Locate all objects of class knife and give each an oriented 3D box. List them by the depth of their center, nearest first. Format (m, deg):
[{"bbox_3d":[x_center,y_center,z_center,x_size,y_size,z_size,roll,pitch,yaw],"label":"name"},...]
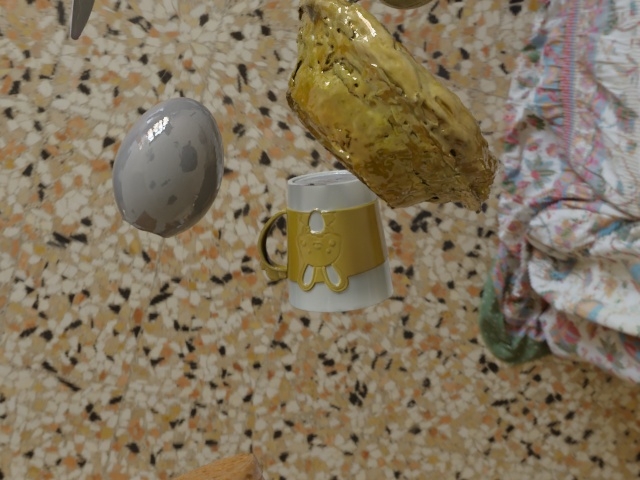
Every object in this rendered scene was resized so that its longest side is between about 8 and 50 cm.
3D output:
[{"bbox_3d":[-0.372,-0.442,1.203,0.032,0.058,0.244,23,119,23],"label":"knife"}]

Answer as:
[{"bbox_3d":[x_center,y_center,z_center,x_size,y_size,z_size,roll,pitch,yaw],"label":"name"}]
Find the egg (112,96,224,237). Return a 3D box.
[{"bbox_3d":[-0.248,-0.123,1.250,0.176,0.176,0.231,15,97,-13],"label":"egg"}]

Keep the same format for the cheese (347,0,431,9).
[{"bbox_3d":[0.084,-0.329,0.923,0.048,0.171,0.092,8,93,-52],"label":"cheese"}]

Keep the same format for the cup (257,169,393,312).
[{"bbox_3d":[0.000,0.000,1.302,0.241,0.185,0.226,0,105,19],"label":"cup"}]

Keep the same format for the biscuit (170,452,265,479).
[{"bbox_3d":[-0.145,0.183,0.416,0.250,0.165,0.036,-23,89,-2],"label":"biscuit"}]

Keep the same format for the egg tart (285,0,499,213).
[{"bbox_3d":[0.067,-0.141,0.906,0.129,0.341,0.341,-46,107,1],"label":"egg tart"}]
